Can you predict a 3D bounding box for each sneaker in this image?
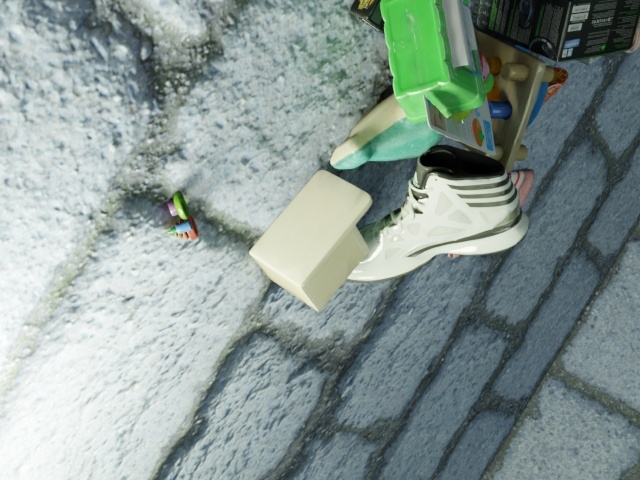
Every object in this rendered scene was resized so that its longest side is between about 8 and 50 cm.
[{"bbox_3d":[0.593,-0.400,2.270,0.175,0.064,0.067,-41,163,-16],"label":"sneaker"},{"bbox_3d":[0.189,-0.075,1.784,0.169,0.447,0.258,-84,154,-49],"label":"sneaker"}]

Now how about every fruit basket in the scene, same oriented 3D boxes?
[{"bbox_3d":[0.255,-0.341,1.603,0.353,0.165,0.327,4,75,-54],"label":"fruit basket"}]

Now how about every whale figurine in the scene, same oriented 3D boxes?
[{"bbox_3d":[0.147,-0.210,1.713,0.272,0.216,0.141,-40,98,-31],"label":"whale figurine"}]

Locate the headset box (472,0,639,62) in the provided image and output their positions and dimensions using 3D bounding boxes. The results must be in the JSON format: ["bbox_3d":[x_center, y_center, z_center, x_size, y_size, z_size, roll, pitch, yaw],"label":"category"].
[{"bbox_3d":[0.505,-0.506,1.855,0.246,0.283,0.131,-16,127,-32],"label":"headset box"}]

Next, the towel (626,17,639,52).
[{"bbox_3d":[0.675,-0.648,1.919,0.053,0.332,0.317,-10,147,-2],"label":"towel"}]

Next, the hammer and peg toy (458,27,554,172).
[{"bbox_3d":[0.368,-0.263,1.898,0.127,0.266,0.362,-3,119,-29],"label":"hammer and peg toy"}]

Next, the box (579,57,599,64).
[{"bbox_3d":[0.785,-0.600,2.360,0.145,0.038,0.186,-35,141,-31],"label":"box"}]

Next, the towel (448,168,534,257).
[{"bbox_3d":[0.481,-0.079,2.392,0.329,0.037,0.237,-12,124,-47],"label":"towel"}]

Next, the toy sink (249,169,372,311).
[{"bbox_3d":[0.000,0.000,1.736,0.234,0.152,0.131,-51,146,-12],"label":"toy sink"}]

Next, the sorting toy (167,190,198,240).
[{"bbox_3d":[-0.249,-0.035,1.489,0.042,0.061,0.102,-17,131,2],"label":"sorting toy"}]

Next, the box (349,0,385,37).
[{"bbox_3d":[0.164,-0.499,1.636,0.175,0.051,0.220,17,103,-55],"label":"box"}]

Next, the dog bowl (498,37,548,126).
[{"bbox_3d":[0.471,-0.388,2.098,0.166,0.074,0.297,-55,146,-4],"label":"dog bowl"}]
